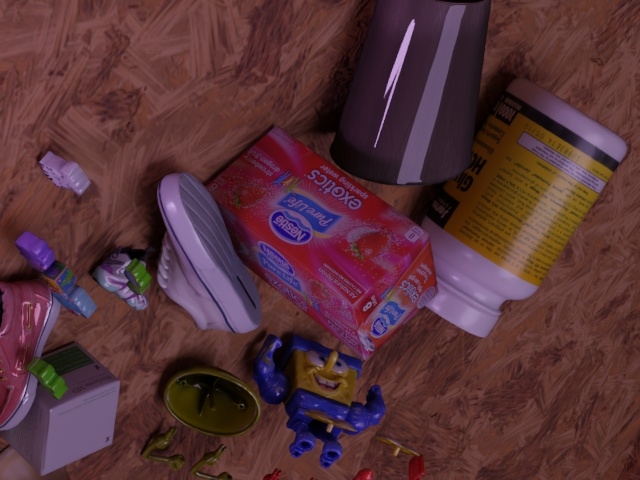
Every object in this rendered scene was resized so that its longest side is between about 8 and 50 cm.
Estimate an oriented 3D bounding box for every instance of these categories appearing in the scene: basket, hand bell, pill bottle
[{"bbox_3d":[0.120,-0.203,1.839,0.204,0.154,0.226,-19,131,-43],"label":"basket"},{"bbox_3d":[-0.273,0.338,1.759,0.126,0.242,0.126,-32,142,-30],"label":"hand bell"},{"bbox_3d":[0.259,-0.041,2.130,0.334,0.188,0.188,-58,148,7],"label":"pill bottle"}]

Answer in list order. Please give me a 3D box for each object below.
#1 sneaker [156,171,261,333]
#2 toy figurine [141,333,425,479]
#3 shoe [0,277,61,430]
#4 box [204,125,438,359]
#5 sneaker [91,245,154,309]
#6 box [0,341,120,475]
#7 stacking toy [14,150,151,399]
[{"bbox_3d":[-0.147,0.027,1.759,0.091,0.094,0.258,-11,136,12],"label":"sneaker"},{"bbox_3d":[-0.042,0.216,2.054,0.363,0.217,0.191,20,128,-13],"label":"toy figurine"},{"bbox_3d":[-0.341,0.121,1.638,0.081,0.063,0.178,4,112,-52],"label":"shoe"},{"bbox_3d":[0.000,0.000,1.771,0.128,0.257,0.122,-41,148,-18],"label":"box"},{"bbox_3d":[-0.208,0.036,1.744,0.069,0.038,0.098,-51,148,-2],"label":"sneaker"},{"bbox_3d":[-0.294,0.189,1.734,0.101,0.087,0.102,-21,136,-41],"label":"box"},{"bbox_3d":[-0.276,0.037,1.591,0.167,0.052,0.221,-51,138,-22],"label":"stacking toy"}]
